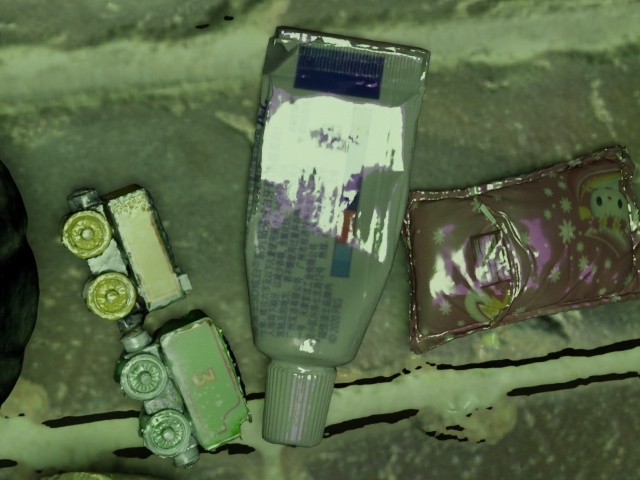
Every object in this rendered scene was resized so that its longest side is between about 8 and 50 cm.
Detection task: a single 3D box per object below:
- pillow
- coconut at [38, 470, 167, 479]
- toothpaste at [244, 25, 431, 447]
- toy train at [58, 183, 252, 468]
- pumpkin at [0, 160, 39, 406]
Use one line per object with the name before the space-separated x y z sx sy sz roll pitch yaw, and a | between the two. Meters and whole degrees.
pillow | 0.141 0.005 0.867 0.185 0.043 0.118 -11 91 -9
coconut | -0.139 0.223 0.804 0.147 0.153 0.147 -3 78 15
toothpaste | -0.002 0.000 0.838 0.099 0.068 0.282 8 90 -30
toy train | -0.111 0.054 0.828 0.081 0.060 0.202 -22 101 -12
pumpkin | -0.306 0.032 0.684 0.296 0.296 0.295 -1 99 -9
